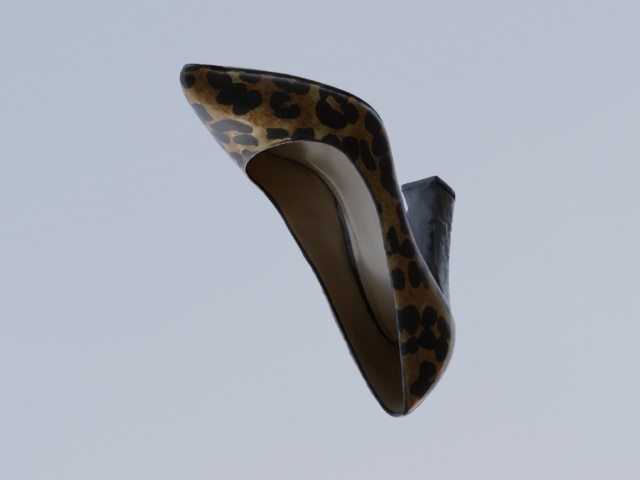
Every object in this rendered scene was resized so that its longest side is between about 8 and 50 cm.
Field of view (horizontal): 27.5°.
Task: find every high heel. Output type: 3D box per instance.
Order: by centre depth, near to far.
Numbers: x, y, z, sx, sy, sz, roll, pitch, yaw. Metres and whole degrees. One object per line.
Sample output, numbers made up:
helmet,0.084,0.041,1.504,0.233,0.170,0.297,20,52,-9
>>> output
high heel,0.000,0.000,0.881,0.261,0.093,0.186,29,-125,-35
